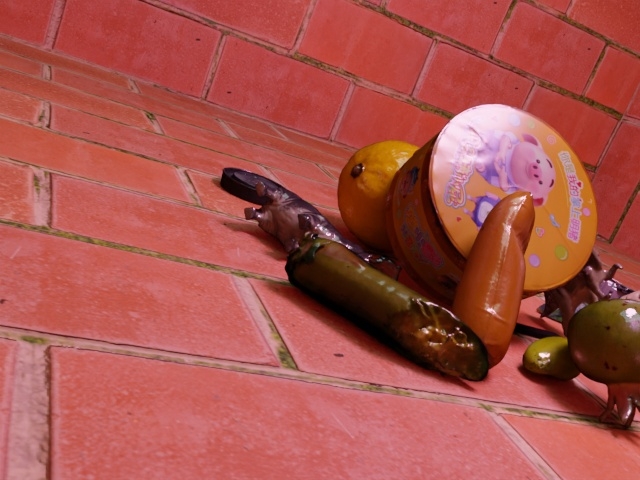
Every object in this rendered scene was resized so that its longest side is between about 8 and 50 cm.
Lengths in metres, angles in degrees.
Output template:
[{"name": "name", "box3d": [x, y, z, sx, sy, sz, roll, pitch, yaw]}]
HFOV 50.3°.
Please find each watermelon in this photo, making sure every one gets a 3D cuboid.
[{"name": "watermelon", "box3d": [0.630, 0.187, 1.750, 0.155, 0.080, 0.101, 15, 51, -31]}]

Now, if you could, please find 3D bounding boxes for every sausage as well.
[{"name": "sausage", "box3d": [0.320, 0.056, 1.241, 0.116, 0.353, 0.134, 3, -35, 33]}]

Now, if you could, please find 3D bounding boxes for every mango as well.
[{"name": "mango", "box3d": [0.446, 0.223, 1.298, 0.165, 0.074, 0.091, 6, 22, -48]}]

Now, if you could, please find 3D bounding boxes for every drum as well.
[{"name": "drum", "box3d": [0.366, -0.062, 1.483, 0.431, 0.431, 0.214, 18, -22, -15]}]

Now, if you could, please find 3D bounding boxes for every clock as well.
[{"name": "clock", "box3d": [-0.173, -0.137, 1.778, 0.185, 0.040, 0.184, 21, 15, -6]}]

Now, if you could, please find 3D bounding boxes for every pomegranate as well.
[{"name": "pomegranate", "box3d": [0.528, 0.212, 1.199, 0.182, 0.224, 0.181, 4, -18, 1]}]

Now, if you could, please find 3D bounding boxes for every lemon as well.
[{"name": "lemon", "box3d": [0.187, -0.106, 1.707, 0.297, 0.297, 0.297, 20, 15, -6]}]

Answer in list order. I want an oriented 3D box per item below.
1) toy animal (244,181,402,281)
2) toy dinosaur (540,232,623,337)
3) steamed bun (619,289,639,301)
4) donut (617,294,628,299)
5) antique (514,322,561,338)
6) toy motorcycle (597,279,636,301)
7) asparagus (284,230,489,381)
[{"name": "toy animal", "box3d": [-0.002, 0.002, 1.407, 0.343, 0.106, 0.168, 34, 11, 19]}, {"name": "toy dinosaur", "box3d": [0.594, 0.104, 1.572, 0.077, 0.294, 0.162, -10, 41, -40]}, {"name": "steamed bun", "box3d": [0.816, 0.215, 1.591, 0.276, 0.203, 0.289, 26, 15, 17]}, {"name": "donut", "box3d": [0.856, 0.213, 1.806, 0.175, 0.068, 0.174, 23, -27, 13]}, {"name": "antique", "box3d": [0.452, 0.198, 1.513, 0.192, 0.015, 0.031, 15, 17, -20]}, {"name": "toy motorcycle", "box3d": [0.883, 0.154, 2.139, 0.263, 0.090, 0.157, 29, 9, 21]}, {"name": "asparagus", "box3d": [0.110, 0.112, 1.148, 0.382, 0.128, 0.108, 31, 62, 29]}]
